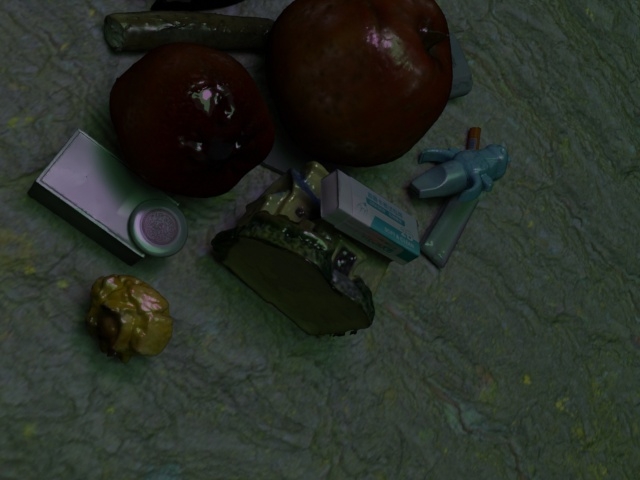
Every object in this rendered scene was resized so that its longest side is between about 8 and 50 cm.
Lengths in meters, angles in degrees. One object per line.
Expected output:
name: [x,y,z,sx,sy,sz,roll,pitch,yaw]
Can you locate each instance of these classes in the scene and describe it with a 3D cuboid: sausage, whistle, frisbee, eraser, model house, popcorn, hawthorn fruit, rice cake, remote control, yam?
sausage: [0.384,-0.234,1.877,0.031,0.031,0.107,21,69,-24]
whistle: [0.337,-0.158,1.763,0.274,0.093,0.186,-19,46,-20]
frisbee: [-0.289,-0.023,1.338,0.110,0.014,0.110,8,73,-29]
eraser: [0.255,-0.414,1.807,0.227,0.081,0.174,-20,90,-39]
eraser: [0.096,-0.041,1.397,0.225,0.052,0.095,29,45,-35]
model house: [0.000,0.000,1.459,0.321,0.261,0.266,43,57,-21]
popcorn: [-0.332,0.135,1.295,0.167,0.148,0.152,35,29,7]
hawthorn fruit: [0.101,-0.353,1.535,0.403,0.403,0.402,8,73,-28]
hawthorn fruit: [-0.236,-0.215,1.353,0.295,0.311,0.294,-6,104,-26]
rice cake: [0.310,-0.041,1.775,0.080,0.042,0.221,40,60,-13]
remote control: [-0.039,-0.161,1.615,0.245,0.022,0.077,24,64,-23]
yam: [-0.253,-0.431,1.533,0.372,0.083,0.083,-11,83,-32]

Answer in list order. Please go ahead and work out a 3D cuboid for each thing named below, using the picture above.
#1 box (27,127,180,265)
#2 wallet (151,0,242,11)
box: [-0.390,-0.075,1.350,0.225,0.086,0.129,38,61,-17]
wallet: [-0.195,-0.538,1.509,0.262,0.221,0.071,-29,97,-33]
